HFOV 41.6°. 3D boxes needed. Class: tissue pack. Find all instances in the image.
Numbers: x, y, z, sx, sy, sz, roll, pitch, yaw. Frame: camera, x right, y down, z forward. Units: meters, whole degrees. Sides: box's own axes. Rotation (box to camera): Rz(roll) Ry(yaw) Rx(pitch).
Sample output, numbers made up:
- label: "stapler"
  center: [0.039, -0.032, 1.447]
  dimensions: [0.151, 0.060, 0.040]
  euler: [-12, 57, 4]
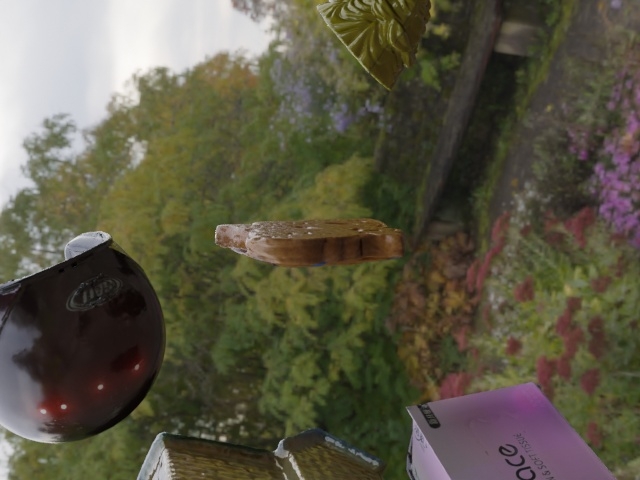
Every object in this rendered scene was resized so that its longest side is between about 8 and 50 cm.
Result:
- label: "tissue pack"
  center: [0.190, 0.243, 0.778]
  dimensions: [0.246, 0.148, 0.093]
  euler: [-123, 28, -61]

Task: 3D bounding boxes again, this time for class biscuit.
- label: "biscuit"
  center: [0.000, 0.000, 0.831]
  dimensions: [0.280, 0.183, 0.043]
  euler: [-6, -78, -71]

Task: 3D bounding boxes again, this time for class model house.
- label: "model house"
  center: [-0.108, 0.481, 1.350]
  dimensions: [0.342, 0.382, 0.335]
  euler: [-149, 76, -73]

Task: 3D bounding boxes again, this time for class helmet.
- label: "helmet"
  center: [-0.248, 0.095, 0.818]
  dimensions: [0.189, 0.193, 0.216]
  euler: [-30, -24, -42]

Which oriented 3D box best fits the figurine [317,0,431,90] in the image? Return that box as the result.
- label: "figurine"
  center: [0.164, -0.395, 1.254]
  dimensions: [0.315, 0.168, 0.187]
  euler: [-41, 10, 14]
